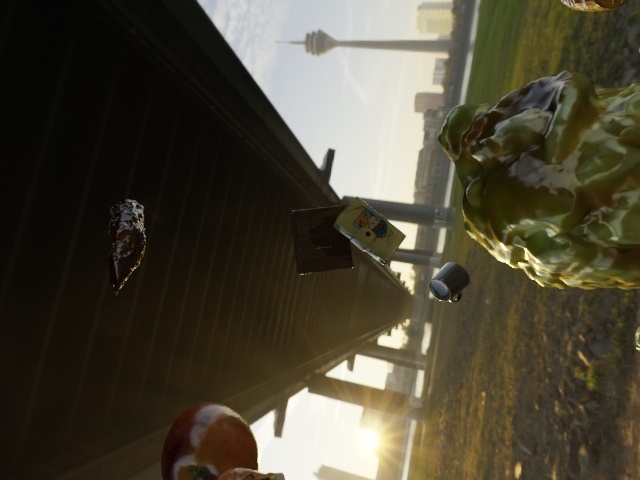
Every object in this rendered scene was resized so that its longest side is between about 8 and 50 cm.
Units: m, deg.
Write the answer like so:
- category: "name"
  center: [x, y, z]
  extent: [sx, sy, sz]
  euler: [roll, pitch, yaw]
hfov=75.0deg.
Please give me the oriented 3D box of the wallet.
- category: "wallet"
  center: [0.118, -0.026, 0.981]
  extent: [0.110, 0.155, 0.039]
  euler: [-49, -6, -33]

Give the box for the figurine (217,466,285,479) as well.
- category: "figurine"
  center: [-0.090, 0.349, 0.451]
  extent: [0.111, 0.102, 0.195]
  euler: [-51, 26, 16]

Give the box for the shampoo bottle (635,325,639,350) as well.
- category: "shampoo bottle"
  center: [0.839, 0.324, 0.909]
  extent: [0.222, 0.152, 0.349]
  euler: [69, 179, -72]

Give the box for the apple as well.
- category: "apple"
  center: [-0.271, 0.536, 1.027]
  extent: [0.253, 0.254, 0.253]
  euler: [9, -90, -75]

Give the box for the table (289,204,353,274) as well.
- category: "table"
  center: [0.000, 0.000, 1.314]
  extent: [0.172, 0.169, 0.192]
  euler: [171, 93, -83]

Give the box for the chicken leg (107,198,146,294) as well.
- category: "chicken leg"
  center: [-0.353, -0.007, 0.759]
  extent: [0.234, 0.063, 0.105]
  euler: [-126, 46, -54]

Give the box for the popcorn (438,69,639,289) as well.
- category: "popcorn"
  center: [0.331, -0.078, 0.551]
  extent: [0.335, 0.275, 0.278]
  euler: [-117, 17, -77]

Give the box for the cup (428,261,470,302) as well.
- category: "cup"
  center: [0.329, 0.117, 1.064]
  extent: [0.077, 0.078, 0.100]
  euler: [-33, -75, -30]

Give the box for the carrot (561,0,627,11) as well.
- category: "carrot"
  center: [0.528, -0.487, 0.806]
  extent: [0.173, 0.082, 0.082]
  euler: [-80, -8, -62]
